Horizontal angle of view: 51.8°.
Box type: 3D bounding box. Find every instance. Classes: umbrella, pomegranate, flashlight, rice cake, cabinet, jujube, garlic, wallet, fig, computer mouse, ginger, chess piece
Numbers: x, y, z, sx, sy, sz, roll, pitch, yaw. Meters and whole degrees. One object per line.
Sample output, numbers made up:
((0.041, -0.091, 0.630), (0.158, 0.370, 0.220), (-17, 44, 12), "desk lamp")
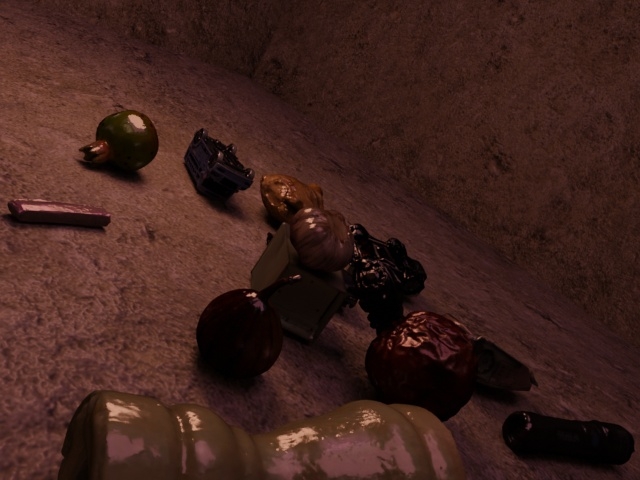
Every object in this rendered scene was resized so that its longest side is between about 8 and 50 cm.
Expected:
((0.145, 0.158, 1.418), (0.118, 0.118, 0.340), (44, -13, 37), "umbrella")
((-0.495, -0.241, 1.630), (0.159, 0.159, 0.205), (36, 43, 18), "pomegranate")
((0.576, 0.452, 1.519), (0.424, 0.103, 0.103), (18, 21, -35), "flashlight")
((-0.495, -0.051, 1.260), (0.047, 0.036, 0.207), (30, 14, 34), "rice cake")
((-0.052, 0.090, 1.401), (0.145, 0.150, 0.206), (30, 17, -17), "cabinet")
((0.195, 0.239, 1.277), (0.213, 0.213, 0.232), (28, 5, -8), "jujube")
((0.000, 0.000, 1.318), (0.147, 0.102, 0.159), (47, 28, -7), "garlic")
((-0.028, 0.068, 1.651), (0.221, 0.071, 0.262), (24, 11, -17), "wallet")
((-0.131, 0.147, 1.102), (0.148, 0.202, 0.149), (15, 54, -5), "fig")
((0.407, 0.304, 1.643), (0.389, 0.115, 0.199), (35, 3, -29), "computer mouse")
((-0.038, -0.111, 1.981), (0.236, 0.166, 0.375), (29, 20, 27), "ginger")
((-0.064, 0.285, 0.763), (0.442, 0.234, 0.234), (15, 23, -29), "chess piece")

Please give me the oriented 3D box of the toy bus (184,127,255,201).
((-0.295, -0.206, 1.865), (0.125, 0.133, 0.292), (26, 15, -33), "toy bus")

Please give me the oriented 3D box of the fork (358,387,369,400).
((0.145, 0.358, 1.204), (0.219, 0.028, 0.034), (43, 13, 25), "fork")

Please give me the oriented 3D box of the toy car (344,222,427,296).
((0.174, 0.071, 1.891), (0.301, 0.118, 0.193), (21, 28, -31), "toy car")
